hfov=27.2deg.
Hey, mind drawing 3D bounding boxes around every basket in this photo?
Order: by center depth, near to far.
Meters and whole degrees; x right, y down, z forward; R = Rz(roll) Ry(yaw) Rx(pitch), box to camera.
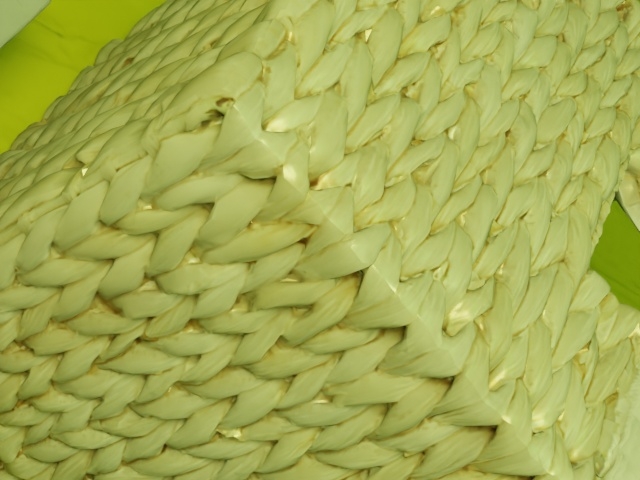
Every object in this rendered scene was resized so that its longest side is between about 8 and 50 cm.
[{"bbox_3d":[0.000,0.000,0.684,0.266,0.331,0.328,49,43,-17],"label":"basket"}]

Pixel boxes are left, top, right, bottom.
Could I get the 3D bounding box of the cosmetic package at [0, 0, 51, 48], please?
[{"bbox_3d":[-0.246,-0.092,0.645,0.117,0.085,0.231,50,44,-20],"label":"cosmetic package"}]
